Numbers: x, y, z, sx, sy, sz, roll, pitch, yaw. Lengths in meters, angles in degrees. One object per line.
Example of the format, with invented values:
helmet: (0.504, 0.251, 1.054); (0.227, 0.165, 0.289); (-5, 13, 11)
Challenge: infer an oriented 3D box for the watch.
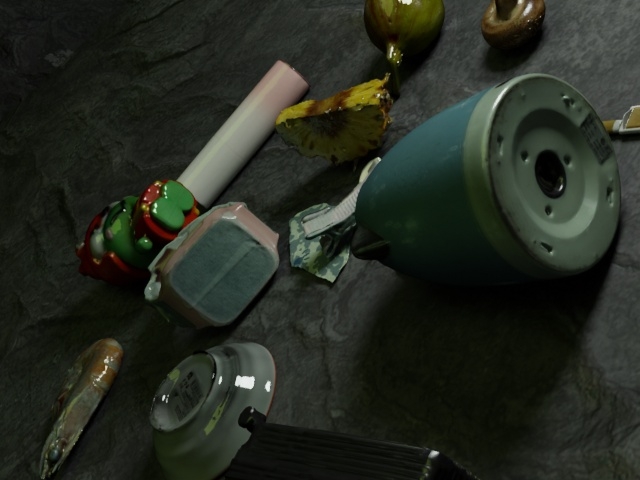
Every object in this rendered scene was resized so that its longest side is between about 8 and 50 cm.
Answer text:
watch: (-0.202, 0.042, 1.865); (0.253, 0.162, 0.241); (-47, 18, -1)

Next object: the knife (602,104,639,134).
knife: (0.415, -0.162, 1.396); (0.256, 0.022, 0.046); (0, 52, 52)

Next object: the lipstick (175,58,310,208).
lipstick: (-0.156, -0.215, 2.114); (0.327, 0.087, 0.087); (-50, 31, 0)

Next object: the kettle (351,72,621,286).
kettle: (0.209, -0.068, 1.398); (0.319, 0.247, 0.342); (-31, 9, -36)

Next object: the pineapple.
pineapple: (0.045, -0.192, 1.804); (0.233, 0.135, 0.080); (-13, 37, 33)

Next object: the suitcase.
suitcase: (0.055, 0.310, 1.143); (0.335, 0.229, 0.152); (-4, 54, 51)

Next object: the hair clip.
hair clip: (0.073, -0.059, 1.673); (0.218, 0.071, 0.159); (-43, 38, 14)

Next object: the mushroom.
mushroom: (0.311, -0.361, 1.685); (0.109, 0.084, 0.126); (111, 167, -47)

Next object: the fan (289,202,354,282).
fan: (0.000, 0.000, 1.760); (0.131, 0.009, 0.240); (-45, 31, 6)

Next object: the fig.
fig: (0.136, -0.383, 1.870); (0.148, 0.142, 0.186); (-55, 4, 49)

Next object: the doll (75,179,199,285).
doll: (-0.379, 0.001, 2.097); (0.363, 0.160, 0.183); (-23, 39, 40)

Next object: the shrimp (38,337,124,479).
shrimp: (-0.470, 0.314, 1.974); (0.164, 0.062, 0.317); (-24, 35, 42)

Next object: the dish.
dish: (-0.192, 0.255, 1.658); (0.260, 0.085, 0.260); (-33, 35, 27)
